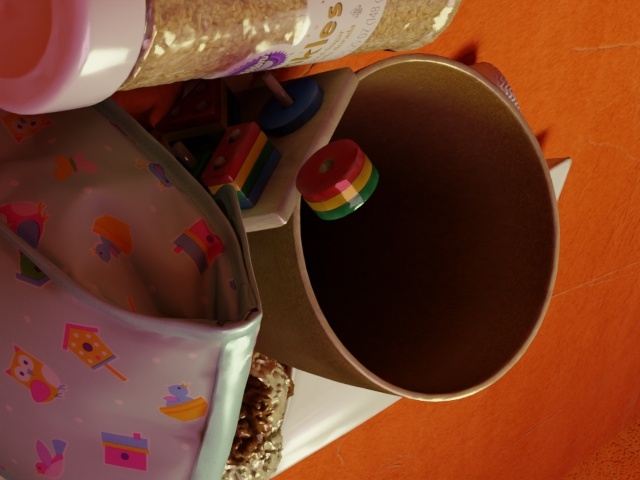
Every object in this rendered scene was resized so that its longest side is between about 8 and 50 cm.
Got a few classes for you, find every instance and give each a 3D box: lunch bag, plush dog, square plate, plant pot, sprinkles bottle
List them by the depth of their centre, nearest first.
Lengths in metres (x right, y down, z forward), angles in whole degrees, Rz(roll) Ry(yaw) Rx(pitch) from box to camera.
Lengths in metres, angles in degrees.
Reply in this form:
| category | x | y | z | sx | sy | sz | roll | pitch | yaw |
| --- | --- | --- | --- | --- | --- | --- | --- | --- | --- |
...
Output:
| category | x | y | z | sx | sy | sz | roll | pitch | yaw |
| --- | --- | --- | --- | --- | --- | --- | --- | --- | --- |
| sprinkles bottle | -0.057 | -0.157 | 1.145 | 0.355 | 0.121 | 0.121 | -16 | 148 | -48 |
| lunch bag | -0.145 | 0.049 | 1.167 | 0.160 | 0.262 | 0.223 | -32 | 150 | -42 |
| plant pot | 0.000 | 0.000 | 1.380 | 0.237 | 0.237 | 0.254 | -23 | -170 | -37 |
| plush dog | -0.110 | 0.190 | 1.717 | 0.225 | 0.211 | 0.262 | -58 | -176 | 9 |
| square plate | 0.085 | 0.076 | 1.948 | 0.347 | 0.049 | 0.344 | -31 | 157 | -24 |

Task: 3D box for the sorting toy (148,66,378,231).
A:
| category | x | y | z | sx | sy | sz | roll | pitch | yaw |
| --- | --- | --- | --- | --- | --- | --- | --- | --- | --- |
| sorting toy | -0.066 | -0.063 | 1.228 | 0.275 | 0.046 | 0.132 | -9 | -138 | 41 |

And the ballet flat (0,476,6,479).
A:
| category | x | y | z | sx | sy | sz | roll | pitch | yaw |
| --- | --- | --- | --- | --- | --- | --- | --- | --- | --- |
| ballet flat | -0.197 | 0.133 | 1.350 | 0.086 | 0.086 | 0.248 | -45 | 174 | 11 |

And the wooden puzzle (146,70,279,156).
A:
| category | x | y | z | sx | sy | sz | roll | pitch | yaw |
| --- | --- | --- | --- | --- | --- | --- | --- | --- | --- |
| wooden puzzle | -0.085 | -0.093 | 1.376 | 0.116 | 0.014 | 0.078 | -15 | 143 | -49 |

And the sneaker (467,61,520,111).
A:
| category | x | y | z | sx | sy | sz | roll | pitch | yaw |
| --- | --- | --- | --- | --- | --- | --- | --- | --- | --- |
| sneaker | 0.083 | -0.030 | 1.661 | 0.153 | 0.101 | 0.268 | -14 | 136 | -28 |
